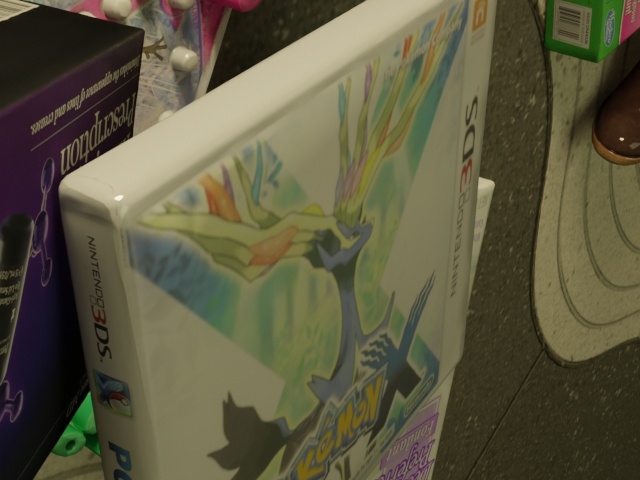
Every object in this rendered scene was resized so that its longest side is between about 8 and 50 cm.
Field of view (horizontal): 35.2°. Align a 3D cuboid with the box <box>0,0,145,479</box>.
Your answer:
[{"bbox_3d":[-0.153,0.020,0.367,0.261,0.103,0.184,-74,178,-68],"label":"box"}]

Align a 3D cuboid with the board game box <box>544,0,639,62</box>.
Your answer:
[{"bbox_3d":[0.340,-0.357,1.016,0.316,0.064,0.242,-39,139,-32],"label":"board game box"}]

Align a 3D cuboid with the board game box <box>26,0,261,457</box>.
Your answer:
[{"bbox_3d":[-0.199,-0.043,0.511,0.390,0.050,0.390,5,107,-54],"label":"board game box"}]

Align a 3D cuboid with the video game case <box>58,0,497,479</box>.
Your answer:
[{"bbox_3d":[0.005,0.033,0.543,0.329,0.036,0.300,-41,140,-45],"label":"video game case"}]

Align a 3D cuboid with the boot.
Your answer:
[{"bbox_3d":[0.399,-0.216,1.122,0.248,0.090,0.207,-44,158,-31],"label":"boot"}]

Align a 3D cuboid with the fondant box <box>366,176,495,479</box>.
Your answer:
[{"bbox_3d":[0.002,0.114,0.751,0.238,0.096,0.330,-19,127,-47],"label":"fondant box"}]
